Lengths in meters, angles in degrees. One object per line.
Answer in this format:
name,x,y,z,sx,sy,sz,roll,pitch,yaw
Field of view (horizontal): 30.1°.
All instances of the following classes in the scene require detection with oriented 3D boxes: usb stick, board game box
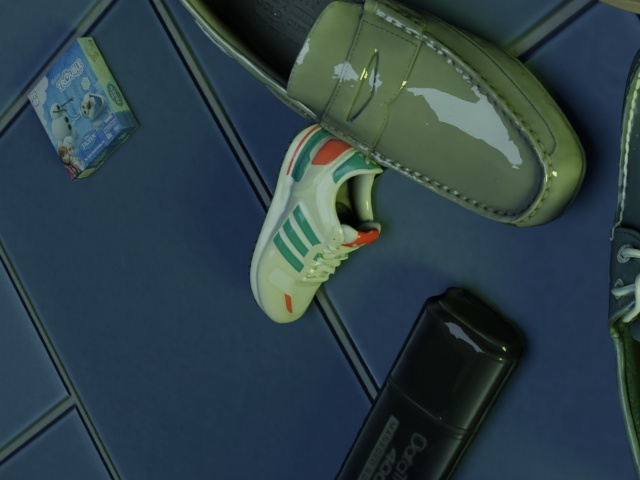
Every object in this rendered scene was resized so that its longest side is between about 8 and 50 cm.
usb stick,0.059,0.157,0.859,0.077,0.045,0.278,35,122,19
board game box,-0.205,-0.112,1.019,0.090,0.020,0.090,-38,76,40

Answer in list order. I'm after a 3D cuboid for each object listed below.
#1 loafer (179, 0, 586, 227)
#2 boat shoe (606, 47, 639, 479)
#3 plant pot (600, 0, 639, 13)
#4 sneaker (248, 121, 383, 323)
loafer,0.025,-0.108,0.769,0.319,0.111,0.112,36,123,27
boat shoe,0.215,0.036,0.659,0.116,0.099,0.320,0,102,40
plant pot,0.204,-0.232,0.589,0.237,0.109,0.237,12,109,38
sneaker,0.000,0.000,0.855,0.075,0.057,0.161,33,118,35
